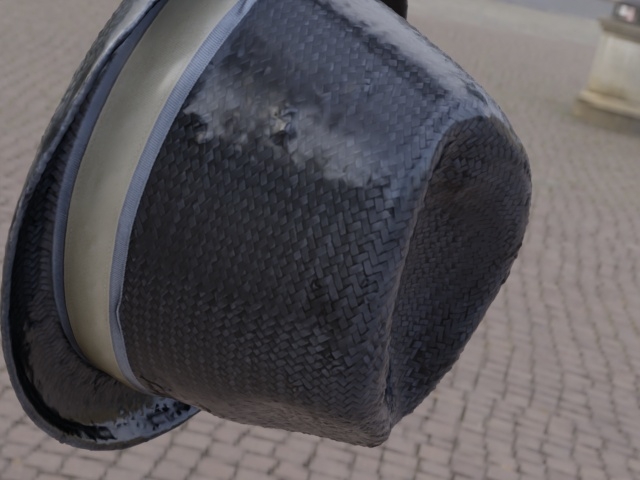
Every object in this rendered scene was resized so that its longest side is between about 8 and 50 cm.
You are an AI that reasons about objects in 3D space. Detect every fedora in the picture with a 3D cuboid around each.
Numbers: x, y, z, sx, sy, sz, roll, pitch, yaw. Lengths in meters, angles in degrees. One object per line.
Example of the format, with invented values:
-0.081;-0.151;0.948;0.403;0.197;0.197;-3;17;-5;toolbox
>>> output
0.000;0.000;0.630;0.152;0.334;0.334;33;22;23;fedora
